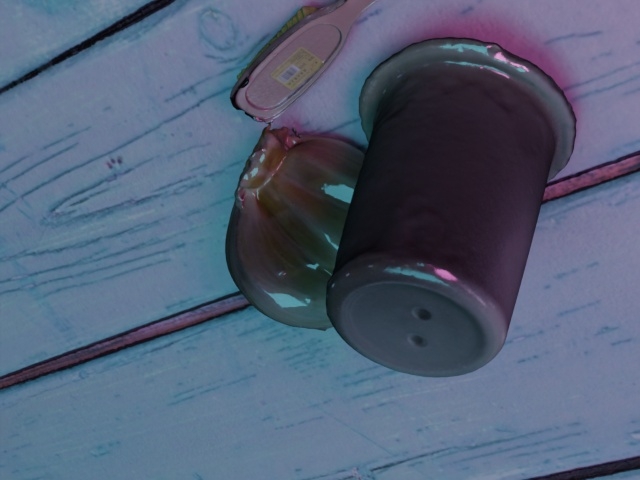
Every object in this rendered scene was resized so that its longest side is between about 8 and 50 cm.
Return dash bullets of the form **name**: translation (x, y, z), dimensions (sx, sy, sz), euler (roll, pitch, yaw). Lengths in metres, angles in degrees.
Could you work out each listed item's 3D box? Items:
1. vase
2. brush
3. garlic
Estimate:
- **vase**: translation (0.118, -0.023, 1.235), dimensions (0.245, 0.291, 0.245), euler (13, 144, 10)
- **brush**: translation (0.011, -0.247, 1.304), dimensions (0.072, 0.067, 0.313), euler (24, 130, -36)
- **garlic**: translation (0.000, 0.000, 1.455), dimensions (0.237, 0.210, 0.292), euler (-43, 98, 5)
